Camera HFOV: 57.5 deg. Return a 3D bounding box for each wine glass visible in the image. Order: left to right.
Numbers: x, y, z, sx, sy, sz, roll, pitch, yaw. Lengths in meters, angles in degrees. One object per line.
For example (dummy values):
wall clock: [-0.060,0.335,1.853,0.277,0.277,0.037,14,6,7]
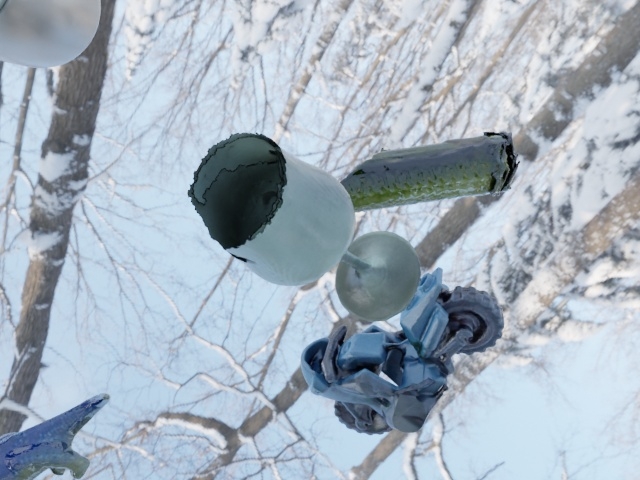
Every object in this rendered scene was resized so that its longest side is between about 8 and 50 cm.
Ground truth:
wine glass: [0.000,0.000,0.391,0.195,0.079,0.079,32,-158,-55]

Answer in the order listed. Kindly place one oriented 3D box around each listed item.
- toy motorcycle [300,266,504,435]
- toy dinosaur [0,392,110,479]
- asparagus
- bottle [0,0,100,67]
toy motorcycle: [0.116,0.203,1.022,0.232,0.416,0.172,32,-144,-9]
toy dinosaur: [-0.334,0.218,0.568,0.188,0.247,0.075,35,-174,-35]
asparagus: [0.191,-0.127,1.126,0.382,0.108,0.128,-9,-100,-2]
bottle: [-0.331,-0.255,0.565,0.148,0.147,0.236,32,-170,-1]
